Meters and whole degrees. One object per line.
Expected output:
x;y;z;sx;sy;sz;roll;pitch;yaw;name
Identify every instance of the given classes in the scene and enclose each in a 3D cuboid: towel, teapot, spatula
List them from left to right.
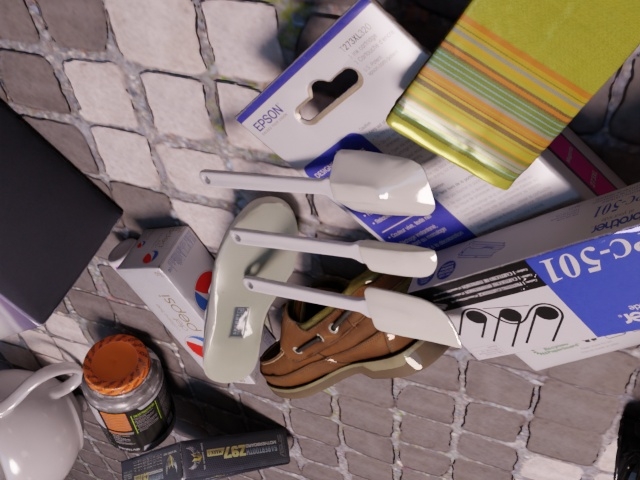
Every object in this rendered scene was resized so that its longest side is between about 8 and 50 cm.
-0.502;0.323;1.290;0.256;0.187;0.252;5;113;51;teapot
0.000;0.000;0.614;0.242;0.019;0.168;9;130;41;spatula
0.144;-0.136;0.433;0.102;0.021;0.237;28;125;-14;towel

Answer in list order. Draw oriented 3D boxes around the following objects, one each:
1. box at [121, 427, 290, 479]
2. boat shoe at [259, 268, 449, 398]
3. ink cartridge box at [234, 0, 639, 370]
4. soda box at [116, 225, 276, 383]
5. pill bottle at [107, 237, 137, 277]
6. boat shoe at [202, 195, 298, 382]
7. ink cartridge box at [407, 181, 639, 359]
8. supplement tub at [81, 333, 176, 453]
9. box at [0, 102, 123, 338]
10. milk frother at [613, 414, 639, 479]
-0.186;0.349;1.150;0.184;0.059;0.233;4;156;-37;box
0.013;0.086;0.767;0.104;0.110;0.307;51;142;-8;boat shoe
0.125;-0.033;0.586;0.371;0.069;0.176;37;142;-18;ink cartridge box
-0.142;0.082;0.876;0.074;0.069;0.216;-4;133;34;soda box
-0.217;0.039;0.889;0.043;0.043;0.083;-6;133;35;pill bottle
-0.085;0.044;0.773;0.079;0.081;0.227;7;119;-20;boat shoe
0.175;0.030;0.545;0.097;0.046;0.207;42;141;-21;ink cartridge box
-0.287;0.229;1.097;0.117;0.117;0.190;16;141;13;supplement tub
-0.446;-0.032;0.828;0.294;0.182;0.296;-19;125;42;box
0.356;0.235;0.707;0.135;0.143;0.129;6;135;24;milk frother
